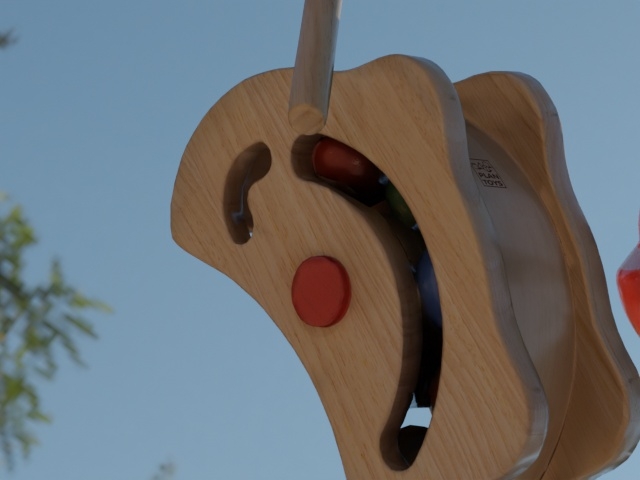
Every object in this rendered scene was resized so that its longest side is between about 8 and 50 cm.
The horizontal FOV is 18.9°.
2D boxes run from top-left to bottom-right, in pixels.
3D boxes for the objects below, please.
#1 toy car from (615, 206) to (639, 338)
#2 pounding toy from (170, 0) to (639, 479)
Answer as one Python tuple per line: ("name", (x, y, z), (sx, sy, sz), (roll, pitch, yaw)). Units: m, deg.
("toy car", (0.167, 0.110, 0.754), (0.053, 0.225, 0.239), (-14, -53, 3))
("pounding toy", (0.000, 0.000, 0.747), (0.154, 0.155, 0.270), (-29, -111, 39))
